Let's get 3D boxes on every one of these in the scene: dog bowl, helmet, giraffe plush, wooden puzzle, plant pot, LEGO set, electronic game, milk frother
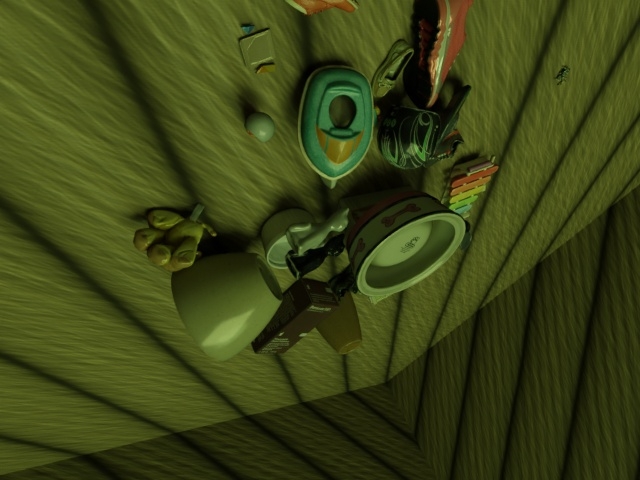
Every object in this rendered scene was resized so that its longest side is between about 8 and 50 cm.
[{"bbox_3d":[0.266,0.006,1.441,0.408,0.150,0.408,-19,144,-15],"label":"dog bowl"},{"bbox_3d":[0.236,-0.277,1.182,0.169,0.169,0.162,0,110,-38],"label":"helmet"},{"bbox_3d":[-0.404,0.013,1.202,0.210,0.181,0.170,-49,177,-40],"label":"giraffe plush"},{"bbox_3d":[-0.132,-0.405,0.916,0.078,0.014,0.116,-24,149,-16],"label":"wooden puzzle"},{"bbox_3d":[0.084,0.381,1.988,0.237,0.254,0.237,-20,146,-14],"label":"plant pot"},{"bbox_3d":[0.808,-0.544,1.434,0.054,0.023,0.083,-44,145,24],"label":"LEGO set"},{"bbox_3d":[0.374,-0.344,1.266,0.229,0.048,0.229,-58,170,-16],"label":"electronic game"},{"bbox_3d":[0.559,-0.041,1.860,0.143,0.134,0.129,2,107,-44],"label":"milk frother"}]

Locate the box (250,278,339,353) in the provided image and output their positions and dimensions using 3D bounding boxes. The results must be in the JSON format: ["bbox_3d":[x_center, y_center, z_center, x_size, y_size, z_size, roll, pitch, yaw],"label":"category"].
[{"bbox_3d":[-0.124,0.335,1.873,0.381,0.143,0.191,-45,145,22],"label":"box"}]

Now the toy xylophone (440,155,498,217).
[{"bbox_3d":[0.583,-0.211,1.685,0.236,0.081,0.323,-24,149,-7],"label":"toy xylophone"}]

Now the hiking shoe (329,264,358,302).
[{"bbox_3d":[0.148,0.170,1.864,0.227,0.114,0.086,-41,147,19],"label":"hiking shoe"}]

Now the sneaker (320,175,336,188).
[{"bbox_3d":[0.045,-0.238,1.243,0.094,0.080,0.212,-31,149,-19],"label":"sneaker"}]

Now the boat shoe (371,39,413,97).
[{"bbox_3d":[0.181,-0.425,1.095,0.056,0.048,0.153,0,139,-37],"label":"boat shoe"}]

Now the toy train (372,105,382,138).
[{"bbox_3d":[0.086,-0.326,1.157,0.166,0.046,0.125,8,123,-41],"label":"toy train"}]

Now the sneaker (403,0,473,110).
[{"bbox_3d":[0.303,-0.461,1.078,0.136,0.116,0.314,-25,150,-14],"label":"sneaker"}]

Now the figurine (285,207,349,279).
[{"bbox_3d":[0.000,0.000,1.339,0.209,0.092,0.215,-24,148,-22],"label":"figurine"}]

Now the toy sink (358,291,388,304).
[{"bbox_3d":[0.252,0.195,1.965,0.234,0.131,0.153,-26,148,-2],"label":"toy sink"}]

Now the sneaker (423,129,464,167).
[{"bbox_3d":[0.410,-0.295,1.445,0.061,0.065,0.158,13,129,-47],"label":"sneaker"}]

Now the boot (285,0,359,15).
[{"bbox_3d":[0.003,-0.486,0.869,0.158,0.059,0.085,9,136,-33],"label":"boot"}]

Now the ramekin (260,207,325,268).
[{"bbox_3d":[-0.096,-0.012,1.418,0.207,0.109,0.207,-20,148,-13],"label":"ramekin"}]

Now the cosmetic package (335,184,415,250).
[{"bbox_3d":[0.208,-0.082,1.534,0.296,0.129,0.153,-14,144,-23],"label":"cosmetic package"}]

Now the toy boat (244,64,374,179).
[{"bbox_3d":[-0.021,-0.269,1.016,0.318,0.148,0.268,-5,110,-13],"label":"toy boat"}]

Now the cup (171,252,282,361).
[{"bbox_3d":[-0.258,0.166,1.329,0.237,0.331,0.331,-29,149,5],"label":"cup"}]
